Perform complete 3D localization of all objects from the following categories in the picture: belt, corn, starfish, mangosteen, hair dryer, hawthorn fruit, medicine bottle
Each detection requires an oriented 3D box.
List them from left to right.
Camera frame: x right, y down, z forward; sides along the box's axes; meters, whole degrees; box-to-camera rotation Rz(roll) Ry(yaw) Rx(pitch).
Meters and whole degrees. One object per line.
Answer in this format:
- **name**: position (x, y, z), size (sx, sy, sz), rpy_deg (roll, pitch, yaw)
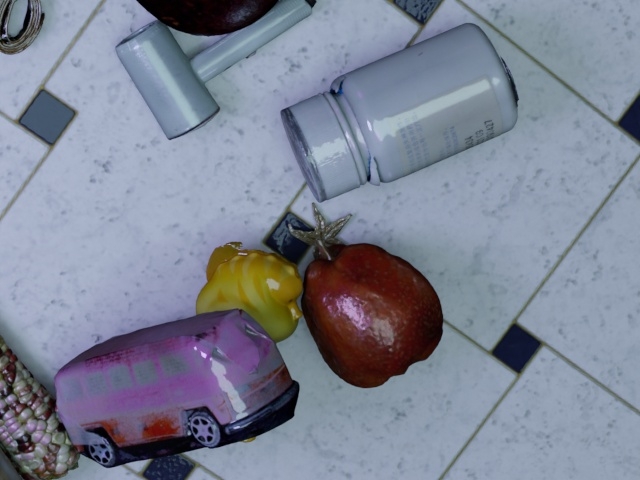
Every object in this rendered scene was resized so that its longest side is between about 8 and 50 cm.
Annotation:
- **corn**: position (-0.386, 0.175, 1.972), size (0.092, 0.092, 0.280), rpy_deg (-35, 102, -1)
- **belt**: position (-0.351, -0.256, 1.903), size (0.059, 0.036, 0.083), rpy_deg (15, 100, -20)
- **mangosteen**: position (-0.109, -0.342, 1.853), size (0.265, 0.228, 0.228), rpy_deg (-3, 107, -51)
- **hair dryer**: position (-0.111, -0.233, 1.937), size (0.236, 0.073, 0.131), rpy_deg (-32, 105, -5)
- **starfish**: position (0.000, 0.000, 2.038), size (0.092, 0.016, 0.086), rpy_deg (14, 98, -19)
- **hawthorn fruit**: position (0.062, 0.085, 1.996), size (0.173, 0.173, 0.179), rpy_deg (-41, 68, 0)
- **medicine bottle**: position (0.092, -0.149, 1.954), size (0.258, 0.143, 0.143), rpy_deg (-23, 106, -6)

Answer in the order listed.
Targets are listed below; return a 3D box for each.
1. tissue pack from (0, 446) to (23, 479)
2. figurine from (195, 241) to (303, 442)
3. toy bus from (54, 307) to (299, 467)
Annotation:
- **tissue pack**: position (-0.413, 0.369, 1.975), size (0.215, 0.123, 0.256), rpy_deg (-26, 105, 19)
- **figurine**: position (-0.088, 0.121, 1.989), size (0.131, 0.156, 0.246), rpy_deg (9, 107, 10)
- **toy bus**: position (-0.172, 0.172, 1.907), size (0.127, 0.303, 0.147), rpy_deg (-32, 101, -48)
